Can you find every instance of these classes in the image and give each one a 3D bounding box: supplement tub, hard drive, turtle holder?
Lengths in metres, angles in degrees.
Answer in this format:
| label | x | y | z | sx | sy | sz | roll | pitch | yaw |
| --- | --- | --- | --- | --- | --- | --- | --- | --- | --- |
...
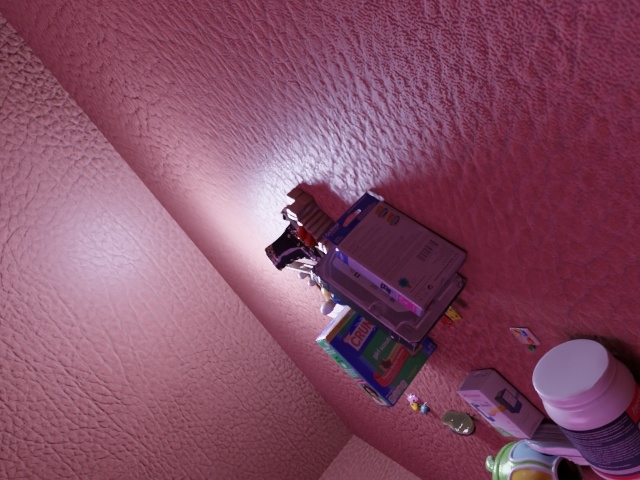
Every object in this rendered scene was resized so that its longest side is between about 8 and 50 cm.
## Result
| label | x | y | z | sx | sy | sz | roll | pitch | yaw |
| --- | --- | --- | --- | --- | --- | --- | --- | --- | --- |
| supplement tub | 0.610 | 0.369 | 1.096 | 0.272 | 0.191 | 0.191 | 49 | 158 | -13 |
| hard drive | 0.175 | 0.101 | 1.326 | 0.338 | 0.237 | 0.064 | 36 | 157 | 22 |
| turtle holder | 0.657 | 0.743 | 1.567 | 0.320 | 0.244 | 0.227 | 14 | 147 | -27 |

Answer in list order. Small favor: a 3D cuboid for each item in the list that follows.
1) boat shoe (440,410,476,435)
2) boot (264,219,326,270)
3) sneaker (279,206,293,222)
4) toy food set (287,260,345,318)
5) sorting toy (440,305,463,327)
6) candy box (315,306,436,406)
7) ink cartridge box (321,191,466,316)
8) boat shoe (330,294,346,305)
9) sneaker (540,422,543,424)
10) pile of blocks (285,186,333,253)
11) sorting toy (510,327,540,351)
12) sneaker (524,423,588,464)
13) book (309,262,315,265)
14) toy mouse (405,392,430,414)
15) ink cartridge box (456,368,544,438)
| label | x | y | z | sx | sy | sz | roll | pitch | yaw |
| --- | --- | --- | --- | --- | --- | --- | --- | --- | --- |
| boat shoe | 0.561 | 0.734 | 2.006 | 0.073 | 0.080 | 0.223 | 41 | 164 | -6 |
| boot | -0.065 | 0.057 | 1.744 | 0.236 | 0.178 | 0.085 | 50 | -160 | 0 |
| sneaker | -0.116 | -0.078 | 1.788 | 0.031 | 0.037 | 0.083 | 12 | 143 | 51 |
| toy food set | 0.020 | 0.202 | 1.899 | 0.219 | 0.092 | 0.306 | 8 | 144 | 53 |
| sorting toy | 0.291 | 0.140 | 1.444 | 0.274 | 0.046 | 0.132 | 36 | 157 | 21 |
| candy box | 0.188 | 0.349 | 1.705 | 0.317 | 0.268 | 0.122 | 44 | 155 | 1 |
| ink cartridge box | 0.177 | 0.025 | 1.252 | 0.311 | 0.186 | 0.065 | 36 | 159 | 22 |
| boat shoe | 0.157 | 0.156 | 1.592 | 0.258 | 0.089 | 0.109 | 3 | 156 | 13 |
| sneaker | 0.696 | 0.602 | 1.571 | 0.098 | 0.038 | 0.069 | 21 | 148 | 46 |
| pile of blocks | 0.000 | 0.000 | 1.621 | 0.362 | 0.112 | 0.149 | 46 | 158 | -3 |
| sorting toy | 0.525 | 0.253 | 1.281 | 0.083 | 0.012 | 0.062 | 48 | 158 | -7 |
| sneaker | 0.708 | 0.596 | 1.446 | 0.091 | 0.094 | 0.258 | 53 | 151 | -13 |
| book | 0.015 | 0.157 | 1.988 | 0.096 | 0.035 | 0.144 | 8 | 140 | 54 |
| toy mouse | 0.442 | 0.744 | 2.286 | 0.161 | 0.031 | 0.143 | 45 | 158 | -1 |
| ink cartridge box | 0.556 | 0.509 | 1.580 | 0.212 | 0.093 | 0.154 | 45 | 159 | 4 |
